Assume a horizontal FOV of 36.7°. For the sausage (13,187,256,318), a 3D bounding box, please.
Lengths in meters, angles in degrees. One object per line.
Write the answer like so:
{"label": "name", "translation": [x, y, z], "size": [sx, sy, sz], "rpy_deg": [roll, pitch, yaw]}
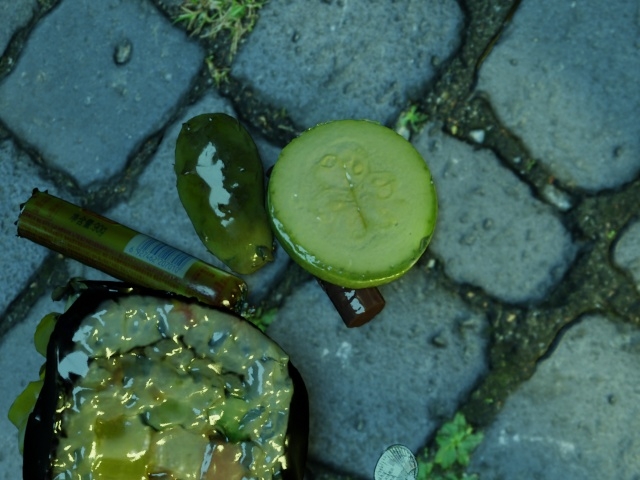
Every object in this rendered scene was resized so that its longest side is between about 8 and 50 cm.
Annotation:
{"label": "sausage", "translation": [-0.246, 0.025, 1.309], "size": [0.371, 0.082, 0.082], "rpy_deg": [22, 89, 17]}

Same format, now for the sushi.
{"label": "sushi", "translation": [-0.205, 0.214, 1.181], "size": [0.328, 0.285, 0.328], "rpy_deg": [4, 88, -21]}

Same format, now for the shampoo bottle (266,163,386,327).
{"label": "shampoo bottle", "translation": [0.001, -0.001, 1.241], "size": [0.068, 0.067, 0.236], "rpy_deg": [-32, 73, -4]}

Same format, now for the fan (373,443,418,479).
{"label": "fan", "translation": [0.105, 0.285, 1.201], "size": [0.080, 0.003, 0.060], "rpy_deg": [1, 83, 17]}

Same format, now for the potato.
{"label": "potato", "translation": [-0.126, -0.063, 1.278], "size": [0.117, 0.090, 0.225], "rpy_deg": [-18, 84, 7]}

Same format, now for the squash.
{"label": "squash", "translation": [0.042, -0.049, 1.204], "size": [0.219, 0.041, 0.219], "rpy_deg": [2, 70, -7]}
